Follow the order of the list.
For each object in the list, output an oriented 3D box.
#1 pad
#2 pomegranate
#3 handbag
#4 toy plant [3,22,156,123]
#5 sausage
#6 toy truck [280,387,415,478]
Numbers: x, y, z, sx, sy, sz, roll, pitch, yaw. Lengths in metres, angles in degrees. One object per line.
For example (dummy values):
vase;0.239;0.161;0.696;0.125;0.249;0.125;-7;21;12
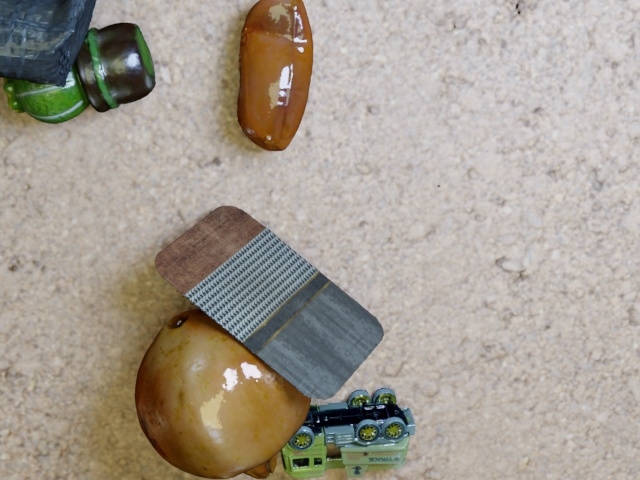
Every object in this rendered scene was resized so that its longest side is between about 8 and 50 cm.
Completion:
pad;-0.005;0.011;1.261;0.250;0.055;0.323;38;60;9
pomegranate;-0.110;0.169;1.245;0.209;0.209;0.209;-1;103;-5
handbag;-0.321;-0.271;1.129;0.175;0.088;0.270;14;57;-9
toy plant;-0.269;-0.182;1.205;0.162;0.093;0.092;-17;104;3
sausage;-0.052;-0.191;1.229;0.089;0.089;0.179;7;99;-6
toy truck;0.031;0.247;1.337;0.169;0.077;0.100;-5;117;-7
